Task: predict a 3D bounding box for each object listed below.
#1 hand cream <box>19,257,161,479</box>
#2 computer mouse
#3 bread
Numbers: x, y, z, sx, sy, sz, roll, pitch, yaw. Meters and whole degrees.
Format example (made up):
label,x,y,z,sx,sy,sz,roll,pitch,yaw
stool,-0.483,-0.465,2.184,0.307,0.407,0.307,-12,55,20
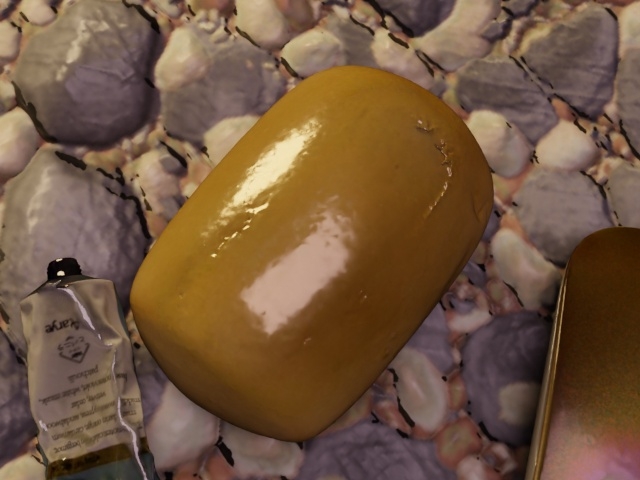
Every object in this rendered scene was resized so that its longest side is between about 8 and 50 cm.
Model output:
label,x,y,z,sx,sy,sz,roll,pitch,yaw
hand cream,-0.108,0.128,0.510,0.075,0.052,0.247,-18,83,10
computer mouse,0.185,0.138,0.536,0.158,0.072,0.310,17,71,-6
bread,0.000,0.000,0.533,0.147,0.098,0.217,35,71,6
